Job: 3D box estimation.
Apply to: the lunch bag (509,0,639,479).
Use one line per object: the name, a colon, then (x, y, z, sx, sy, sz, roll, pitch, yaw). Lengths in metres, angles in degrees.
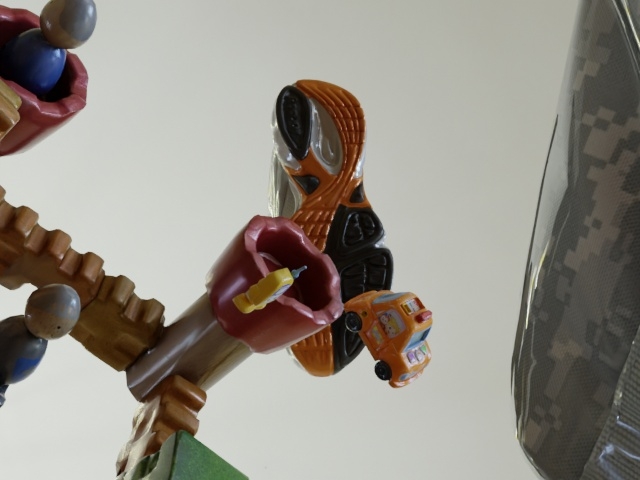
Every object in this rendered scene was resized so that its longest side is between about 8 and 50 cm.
lunch bag: (0.181, -0.057, 0.351, 0.213, 0.256, 0.305, 23, -65, 38)

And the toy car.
toy car: (0.018, 0.045, 0.575, 0.122, 0.040, 0.060, 7, -125, -46)

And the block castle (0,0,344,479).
block castle: (-0.140, 0.082, 0.532, 0.303, 0.453, 0.213, 39, -61, -20)

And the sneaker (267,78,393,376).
sneaker: (0.000, 0.000, 0.925, 0.099, 0.121, 0.262, 4, -119, -8)
